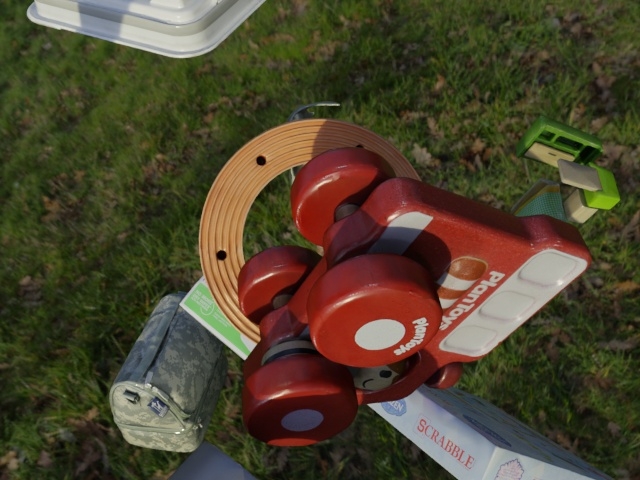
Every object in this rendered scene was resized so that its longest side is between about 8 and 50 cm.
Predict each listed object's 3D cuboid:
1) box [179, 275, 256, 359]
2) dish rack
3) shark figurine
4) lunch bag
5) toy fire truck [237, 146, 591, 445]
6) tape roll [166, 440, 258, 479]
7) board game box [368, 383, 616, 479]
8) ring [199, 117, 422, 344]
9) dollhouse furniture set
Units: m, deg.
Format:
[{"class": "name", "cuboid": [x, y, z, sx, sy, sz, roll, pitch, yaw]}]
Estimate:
[{"class": "box", "cuboid": [-0.110, 0.182, 1.180, 0.262, 0.231, 0.127, 36, 77, 17]}, {"class": "dish rack", "cuboid": [-0.256, -0.405, 0.929, 0.332, 0.072, 0.286, 19, 51, 17]}, {"class": "shark figurine", "cuboid": [-0.006, -0.179, 1.125, 0.116, 0.278, 0.166, -3, 50, -4]}, {"class": "lunch bag", "cuboid": [-0.354, 0.304, 1.411, 0.212, 0.256, 0.305, 5, 43, 11]}, {"class": "toy fire truck", "cuboid": [0.068, 0.074, 0.567, 0.253, 0.302, 0.169, 16, 39, -24]}, {"class": "tape roll", "cuboid": [-0.041, 0.263, 0.486, 0.219, 0.219, 0.072, 29, 61, 28]}, {"class": "board game box", "cuboid": [0.239, 0.290, 0.900, 0.318, 0.317, 0.066, 23, 87, 61]}, {"class": "ring", "cuboid": [0.000, 0.000, 0.847, 0.336, 0.032, 0.337, -1, 94, -10]}, {"class": "dollhouse furniture set", "cuboid": [0.467, -0.081, 1.312, 0.151, 0.302, 0.198, 15, 51, -12]}]
